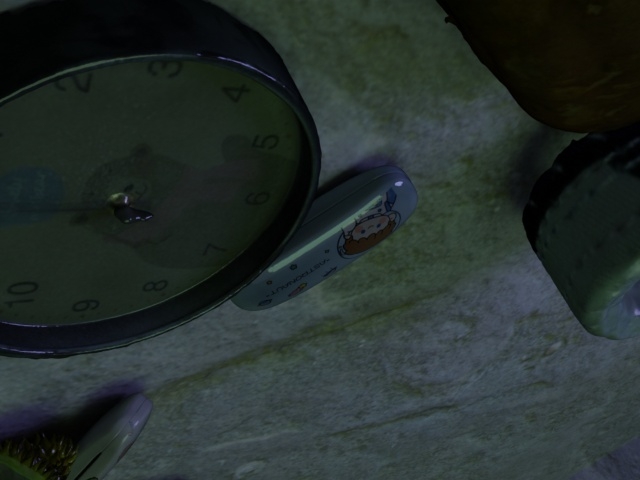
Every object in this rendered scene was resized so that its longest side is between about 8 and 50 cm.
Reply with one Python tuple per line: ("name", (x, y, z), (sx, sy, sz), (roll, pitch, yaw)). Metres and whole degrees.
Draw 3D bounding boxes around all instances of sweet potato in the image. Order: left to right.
("sweet potato", (0.156, -0.150, 0.449), (0.158, 0.158, 0.369), (-39, 146, 14))

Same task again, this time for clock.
("clock", (-0.131, -0.025, 0.483), (0.280, 0.055, 0.281), (-21, 147, -14))

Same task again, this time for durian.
("durian", (-0.266, 0.224, 0.676), (0.086, 0.100, 0.215), (6, 140, -48))

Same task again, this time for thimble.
("thimble", (0.314, -0.014, 0.697), (0.237, 0.150, 0.237), (-14, 148, -9))

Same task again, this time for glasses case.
("glasses case", (-0.217, 0.206, 0.726), (0.164, 0.041, 0.063), (-46, -173, 23))
("glasses case", (0.000, 0.000, 0.628), (0.178, 0.045, 0.067), (-33, 148, 5))
